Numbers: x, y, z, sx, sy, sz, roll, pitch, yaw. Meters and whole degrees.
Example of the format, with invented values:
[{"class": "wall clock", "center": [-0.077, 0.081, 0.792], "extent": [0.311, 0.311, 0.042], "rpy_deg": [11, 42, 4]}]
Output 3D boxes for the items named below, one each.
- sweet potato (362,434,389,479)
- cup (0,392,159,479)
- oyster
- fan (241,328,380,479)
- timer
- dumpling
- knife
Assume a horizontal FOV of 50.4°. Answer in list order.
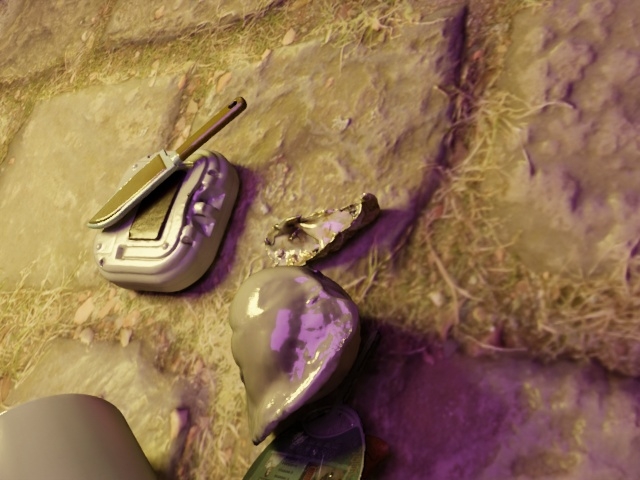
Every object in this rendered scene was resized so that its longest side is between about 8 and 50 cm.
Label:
[{"class": "sweet potato", "center": [0.000, 0.283, 0.806], "extent": [0.195, 0.056, 0.056], "rpy_deg": [-31, 49, 21]}, {"class": "cup", "center": [-0.281, 0.382, 0.796], "extent": [0.253, 0.253, 0.371], "rpy_deg": [-48, 51, -2]}, {"class": "oyster", "center": [-0.003, 0.000, 0.995], "extent": [0.200, 0.061, 0.106], "rpy_deg": [-9, 75, 32]}, {"class": "fan", "center": [0.002, 0.247, 0.782], "extent": [0.294, 0.012, 0.223], "rpy_deg": [-47, 19, -1]}, {"class": "timer", "center": [-0.266, -0.043, 1.156], "extent": [0.237, 0.087, 0.262], "rpy_deg": [0, 61, 33]}, {"class": "dumpling", "center": [-0.043, 0.147, 0.863], "extent": [0.175, 0.243, 0.227], "rpy_deg": [14, 78, 8]}, {"class": "knife", "center": [-0.257, -0.124, 1.127], "extent": [0.343, 0.027, 0.061], "rpy_deg": [-40, 48, 5]}]
